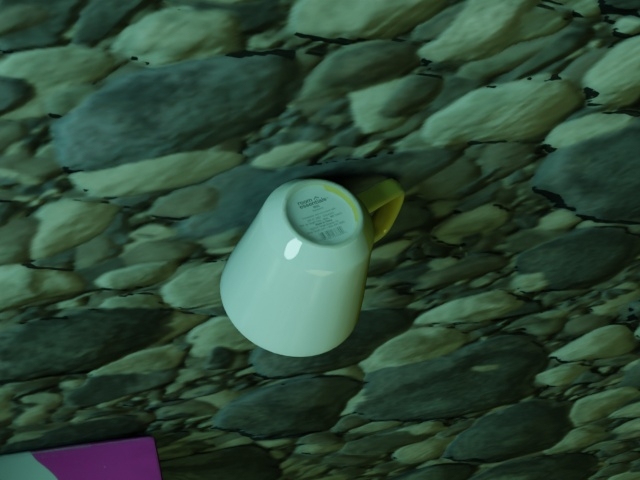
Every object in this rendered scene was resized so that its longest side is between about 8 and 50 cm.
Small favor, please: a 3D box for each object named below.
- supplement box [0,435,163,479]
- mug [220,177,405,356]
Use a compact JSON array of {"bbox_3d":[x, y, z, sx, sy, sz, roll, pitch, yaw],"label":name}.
[{"bbox_3d":[-0.159,0.205,1.126,0.111,0.114,0.220,-6,155,-19],"label":"supplement box"},{"bbox_3d":[-0.004,0.000,0.810,0.062,0.078,0.064,21,144,-1],"label":"mug"}]
